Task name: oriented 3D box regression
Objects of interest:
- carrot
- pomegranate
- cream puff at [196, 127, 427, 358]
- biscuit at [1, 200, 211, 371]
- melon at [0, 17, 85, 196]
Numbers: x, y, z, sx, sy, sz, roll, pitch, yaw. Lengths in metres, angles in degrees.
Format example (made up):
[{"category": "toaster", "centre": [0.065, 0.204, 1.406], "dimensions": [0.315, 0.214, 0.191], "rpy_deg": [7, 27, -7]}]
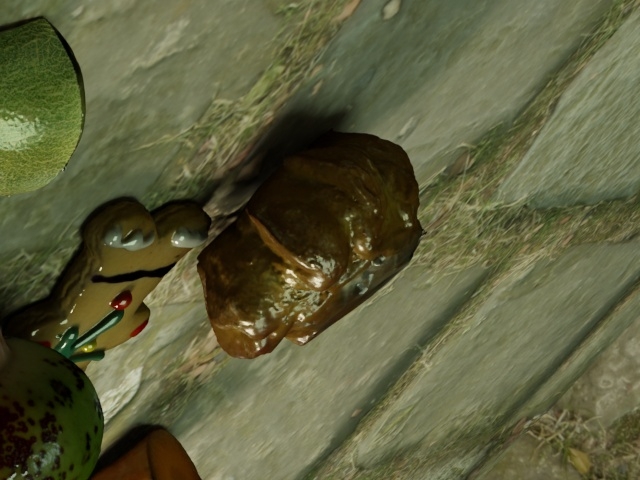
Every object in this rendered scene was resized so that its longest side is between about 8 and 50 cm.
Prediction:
[{"category": "carrot", "centre": [-0.246, 0.347, 2.183], "dimensions": [0.225, 0.159, 0.159], "rpy_deg": [-33, 161, 10]}, {"category": "pomegranate", "centre": [-0.301, 0.148, 1.628], "dimensions": [0.214, 0.214, 0.248], "rpy_deg": [-26, 122, -33]}, {"category": "cream puff", "centre": [0.000, 0.000, 1.822], "dimensions": [0.269, 0.155, 0.241], "rpy_deg": [-40, 172, -49]}, {"category": "biscuit", "centre": [-0.222, 0.076, 1.790], "dimensions": [0.301, 0.049, 0.197], "rpy_deg": [-49, 156, 25]}, {"category": "melon", "centre": [-0.246, -0.079, 1.380], "dimensions": [0.128, 0.079, 0.160], "rpy_deg": [-16, 149, -50]}]
